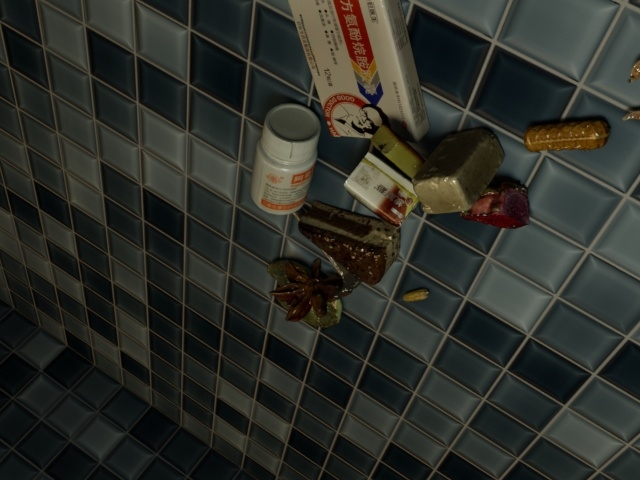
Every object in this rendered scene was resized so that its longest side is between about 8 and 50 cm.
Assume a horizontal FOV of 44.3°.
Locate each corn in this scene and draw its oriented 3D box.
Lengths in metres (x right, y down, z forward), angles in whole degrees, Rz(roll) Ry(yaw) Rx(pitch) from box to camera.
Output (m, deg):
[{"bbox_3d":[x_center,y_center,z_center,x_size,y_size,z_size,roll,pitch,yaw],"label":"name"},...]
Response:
[{"bbox_3d":[0.237,0.136,1.937,0.083,0.028,0.027,-20,93,51],"label":"corn"}]

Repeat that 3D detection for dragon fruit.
[{"bbox_3d":[0.351,-0.081,1.548,0.147,0.096,0.102,12,173,-43],"label":"dragon fruit"}]

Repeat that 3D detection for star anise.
[{"bbox_3d":[-0.024,0.138,2.032,0.212,0.196,0.111,15,124,3],"label":"star anise"}]

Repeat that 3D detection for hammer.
[{"bbox_3d":[0.000,0.000,1.965,0.297,0.125,0.027,51,170,1],"label":"hammer"}]

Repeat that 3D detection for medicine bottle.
[{"bbox_3d":[-0.082,-0.183,1.794,0.144,0.144,0.252,31,144,14],"label":"medicine bottle"}]

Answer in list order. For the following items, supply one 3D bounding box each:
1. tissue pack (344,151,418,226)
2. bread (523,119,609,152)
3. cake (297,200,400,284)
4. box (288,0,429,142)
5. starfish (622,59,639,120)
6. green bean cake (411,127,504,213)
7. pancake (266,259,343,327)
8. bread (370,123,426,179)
[{"bbox_3d":[0.135,-0.105,1.689,0.148,0.099,0.106,37,178,6],"label":"tissue pack"},{"bbox_3d":[0.435,-0.184,1.397,0.157,0.044,0.052,1,132,43],"label":"bread"},{"bbox_3d":[0.070,0.011,1.888,0.246,0.112,0.135,17,141,29],"label":"cake"},{"bbox_3d":[0.074,-0.358,1.531,0.214,0.069,0.353,10,137,35],"label":"box"},{"bbox_3d":[0.629,-0.206,1.184,0.302,0.060,0.299,39,142,1],"label":"starfish"},{"bbox_3d":[0.262,-0.133,1.495,0.109,0.179,0.085,-3,127,45],"label":"green bean cake"},{"bbox_3d":[-0.043,0.150,2.207,0.253,0.037,0.253,25,143,21],"label":"pancake"},{"bbox_3d":[0.193,-0.142,1.569,0.226,0.049,0.088,37,-170,-36],"label":"bread"}]
